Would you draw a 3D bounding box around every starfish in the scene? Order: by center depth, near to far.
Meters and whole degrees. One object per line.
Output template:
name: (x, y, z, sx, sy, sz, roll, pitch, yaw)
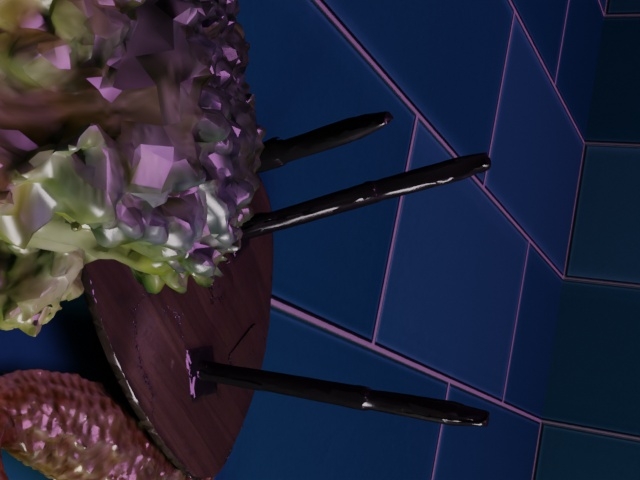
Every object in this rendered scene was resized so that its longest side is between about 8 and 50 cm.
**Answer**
starfish: (-0.156, 0.267, 0.781, 0.324, 0.082, 0.432, -43, 134, -56)

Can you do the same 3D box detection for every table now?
table: (0.000, 0.000, 0.780, 0.317, 0.249, 0.317, -9, 90, -66)

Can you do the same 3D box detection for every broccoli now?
broccoli: (-0.175, -0.069, 0.490, 0.348, 0.281, 0.293, -116, -162, -54)
